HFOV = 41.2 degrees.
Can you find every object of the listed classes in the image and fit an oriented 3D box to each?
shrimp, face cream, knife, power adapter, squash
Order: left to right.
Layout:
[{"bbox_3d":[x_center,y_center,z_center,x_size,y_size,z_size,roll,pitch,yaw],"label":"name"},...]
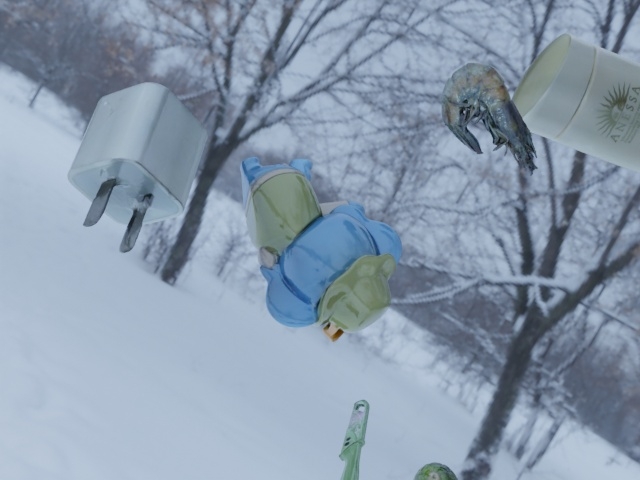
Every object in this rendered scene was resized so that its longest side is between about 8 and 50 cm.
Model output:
[{"bbox_3d":[-0.244,-0.083,1.104,0.125,0.204,0.130,-10,-41,30],"label":"power adapter"},{"bbox_3d":[0.032,0.223,0.883,0.014,0.030,0.207,53,20,-13],"label":"knife"},{"bbox_3d":[0.168,0.368,1.164,0.069,0.069,0.239,30,-23,34],"label":"squash"},{"bbox_3d":[0.212,-0.145,1.072,0.161,0.091,0.034,55,27,-7],"label":"shrimp"},{"bbox_3d":[0.490,-0.230,1.457,0.349,0.173,0.081,15,14,-26],"label":"face cream"}]

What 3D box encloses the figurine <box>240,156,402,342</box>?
[{"bbox_3d":[0.000,-0.001,1.109,0.180,0.154,0.262,-4,64,-44],"label":"figurine"}]
